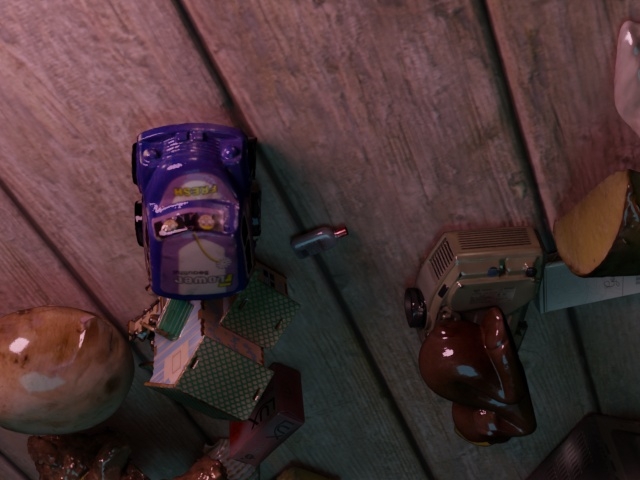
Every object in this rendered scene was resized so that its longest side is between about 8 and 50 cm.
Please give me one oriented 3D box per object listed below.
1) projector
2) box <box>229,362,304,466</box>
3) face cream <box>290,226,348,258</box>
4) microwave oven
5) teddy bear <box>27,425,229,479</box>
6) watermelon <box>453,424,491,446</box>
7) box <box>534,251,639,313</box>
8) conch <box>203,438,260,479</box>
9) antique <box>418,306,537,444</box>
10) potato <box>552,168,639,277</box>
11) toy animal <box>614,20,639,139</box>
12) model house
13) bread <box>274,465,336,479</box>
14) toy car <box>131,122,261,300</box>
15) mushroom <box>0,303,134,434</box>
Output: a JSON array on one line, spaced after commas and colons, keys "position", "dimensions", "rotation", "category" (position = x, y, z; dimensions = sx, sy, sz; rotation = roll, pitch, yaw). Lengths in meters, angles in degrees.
[{"position": [0.229, 0.099, 1.571], "dimensions": [0.193, 0.088, 0.269], "rotation": [-4, 136, -8], "category": "projector"}, {"position": [-0.091, 0.288, 1.698], "dimensions": [0.060, 0.111, 0.156], "rotation": [24, 125, -27], "category": "box"}, {"position": [0.000, 0.000, 1.487], "dimensions": [0.083, 0.021, 0.040], "rotation": [-20, 134, 12], "category": "face cream"}, {"position": [0.643, 0.532, 1.951], "dimensions": [0.432, 0.236, 0.374], "rotation": [13, 132, -20], "category": "microwave oven"}, {"position": [-0.314, 0.394, 1.732], "dimensions": [0.296, 0.222, 0.246], "rotation": [-21, 149, -10], "category": "teddy bear"}, {"position": [0.290, 0.306, 1.792], "dimensions": [0.092, 0.075, 0.181], "rotation": [2, 136, -5], "category": "watermelon"}, {"position": [0.429, 0.051, 1.592], "dimensions": [0.198, 0.029, 0.109], "rotation": [-12, 135, 2], "category": "box"}, {"position": [-0.166, 0.433, 1.842], "dimensions": [0.135, 0.102, 0.153], "rotation": [-10, 138, -22], "category": "conch"}, {"position": [0.237, 0.214, 1.542], "dimensions": [0.143, 0.121, 0.257], "rotation": [-18, 135, 12], "category": "antique"}, {"position": [0.482, -0.014, 1.399], "dimensions": [0.255, 0.112, 0.269], "rotation": [-2, 168, -7], "category": "potato"}, {"position": [0.516, -0.161, 1.298], "dimensions": [0.266, 0.188, 0.308], "rotation": [-13, 139, 18], "category": "toy animal"}, {"position": [-0.169, 0.154, 1.485], "dimensions": [0.271, 0.206, 0.178], "rotation": [-36, 129, 26], "category": "model house"}, {"position": [-0.079, 0.536, 1.943], "dimensions": [0.266, 0.142, 0.178], "rotation": [-45, 165, 29], "category": "bread"}, {"position": [-0.160, -0.033, 1.336], "dimensions": [0.172, 0.158, 0.235], "rotation": [-3, 134, -4], "category": "toy car"}, {"position": [-0.390, 0.184, 1.500], "dimensions": [0.254, 0.184, 0.255], "rotation": [-5, 132, -6], "category": "mushroom"}]
